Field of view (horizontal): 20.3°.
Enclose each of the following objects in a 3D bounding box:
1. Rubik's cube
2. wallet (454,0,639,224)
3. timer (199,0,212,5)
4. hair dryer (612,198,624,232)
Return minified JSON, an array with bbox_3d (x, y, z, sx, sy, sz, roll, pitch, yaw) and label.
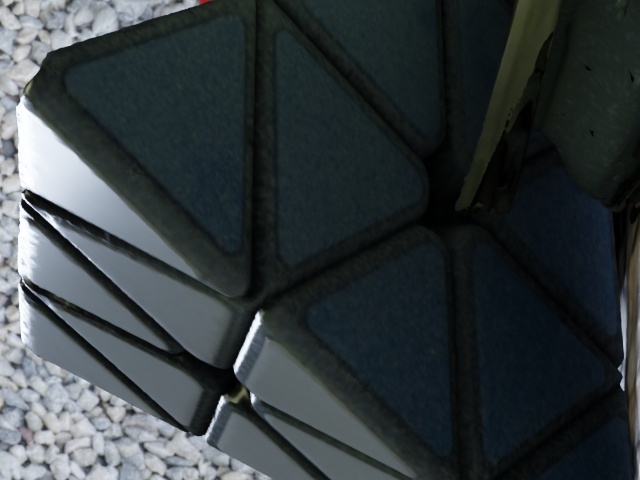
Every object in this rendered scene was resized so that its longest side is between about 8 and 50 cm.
[{"bbox_3d":[0.001,-0.001,0.674,0.233,0.228,0.229,-106,19,-62],"label":"Rubik's cube"},{"bbox_3d":[0.103,-0.182,0.598,0.223,0.077,0.310,90,-173,-62],"label":"wallet"},{"bbox_3d":[0.051,-0.180,1.435,0.378,0.279,0.378,6,-90,-84],"label":"timer"},{"bbox_3d":[0.108,0.038,0.770,0.196,0.077,0.248,90,176,-60],"label":"hair dryer"}]
